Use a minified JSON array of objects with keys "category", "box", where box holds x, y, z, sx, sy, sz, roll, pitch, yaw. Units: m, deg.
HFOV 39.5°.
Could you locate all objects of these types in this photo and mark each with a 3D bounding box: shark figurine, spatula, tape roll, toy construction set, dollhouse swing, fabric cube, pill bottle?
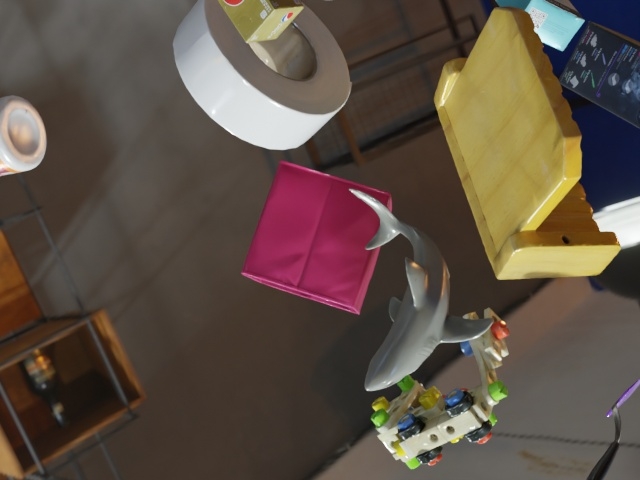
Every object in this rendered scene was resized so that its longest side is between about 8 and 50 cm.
[{"category":"shark figurine","box":[0.115,0.038,1.129,0.166,0.116,0.278,-17,-130,20]},{"category":"spatula","box":[0.465,0.305,1.412,0.296,0.030,0.084,-47,162,-45]},{"category":"tape roll","box":[-0.090,-0.288,1.439,0.100,0.286,0.286,-40,177,39]},{"category":"toy construction set","box":[0.217,0.273,1.540,0.327,0.151,0.215,-50,179,30]},{"category":"dollhouse swing","box":[0.369,-0.161,1.388,0.315,0.346,0.305,-1,152,-28]},{"category":"fabric cube","box":[0.000,0.000,1.975,0.259,0.258,0.254,17,175,8]},{"category":"pill bottle","box":[-0.565,-0.156,1.435,0.221,0.121,0.121,-8,-164,22]}]

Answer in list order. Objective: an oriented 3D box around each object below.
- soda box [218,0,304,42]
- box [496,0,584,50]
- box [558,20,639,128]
[{"category":"soda box","box":[-0.101,-0.322,1.040,0.061,0.181,0.058,-40,170,39]},{"category":"box","box":[0.338,-0.405,1.461,0.060,0.101,0.244,-59,-156,31]},{"category":"box","box":[0.651,-0.318,1.811,0.165,0.143,0.270,6,-153,-39]}]
